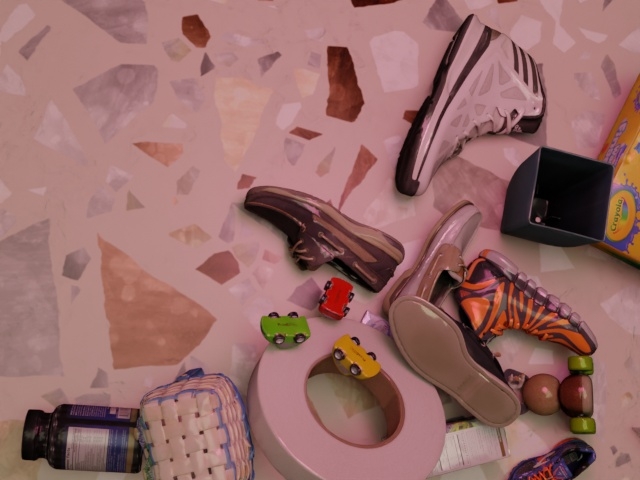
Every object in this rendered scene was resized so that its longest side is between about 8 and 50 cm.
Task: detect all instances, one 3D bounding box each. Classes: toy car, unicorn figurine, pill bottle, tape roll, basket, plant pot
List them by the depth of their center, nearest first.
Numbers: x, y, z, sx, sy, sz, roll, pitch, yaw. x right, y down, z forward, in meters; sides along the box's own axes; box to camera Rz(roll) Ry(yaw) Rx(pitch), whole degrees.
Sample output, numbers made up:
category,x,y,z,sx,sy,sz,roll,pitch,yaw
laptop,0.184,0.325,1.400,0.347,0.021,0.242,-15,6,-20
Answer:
category,x,y,z,sx,sy,sz,roll,pitch,yaw
basket,-0.228,0.361,1.636,0.201,0.289,0.255,-14,81,4
pill bottle,-0.443,0.372,1.675,0.219,0.123,0.123,6,79,-9
tape roll,0.053,0.319,1.686,0.391,0.072,0.392,16,43,-15
toy car,-0.016,0.173,1.696,0.224,0.053,0.239,3,47,-26
unicorn figurine,0.375,0.307,1.874,0.060,0.111,0.162,-15,58,-44
plant pot,0.480,-0.076,1.881,0.165,0.234,0.166,14,79,-9
toy car,0.484,0.329,1.887,0.188,0.149,0.155,-2,75,17

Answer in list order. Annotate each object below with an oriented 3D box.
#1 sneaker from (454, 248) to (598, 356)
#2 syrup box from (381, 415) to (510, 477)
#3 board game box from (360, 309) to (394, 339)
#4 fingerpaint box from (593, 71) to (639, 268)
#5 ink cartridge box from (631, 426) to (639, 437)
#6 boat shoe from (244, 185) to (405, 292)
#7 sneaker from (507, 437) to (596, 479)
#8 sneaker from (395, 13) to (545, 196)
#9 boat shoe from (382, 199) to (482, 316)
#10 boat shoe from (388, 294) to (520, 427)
category,x,y,z,sx,sy,sz,roll,pitch,yaw
sneaker,0.420,0.181,1.895,0.321,0.124,0.180,38,79,8
syrup box,0.257,0.423,1.820,0.236,0.093,0.096,-11,82,-13
board game box,0.116,0.207,1.868,0.090,0.020,0.090,30,76,-5
fingerpaint box,0.806,-0.135,1.950,0.371,0.163,0.445,26,91,-6
ink cartridge box,0.780,0.450,1.908,0.198,0.115,0.067,44,76,-2
boat shoe,0.000,0.000,1.826,0.355,0.132,0.130,24,76,-5
sneaker,0.482,0.481,1.858,0.221,0.087,0.083,-31,87,-15
sneaker,0.347,-0.256,1.920,0.257,0.169,0.448,27,74,-4
boat shoe,0.259,0.057,1.862,0.103,0.113,0.302,30,82,37
boat shoe,0.267,0.225,1.778,0.340,0.113,0.127,40,108,-6
